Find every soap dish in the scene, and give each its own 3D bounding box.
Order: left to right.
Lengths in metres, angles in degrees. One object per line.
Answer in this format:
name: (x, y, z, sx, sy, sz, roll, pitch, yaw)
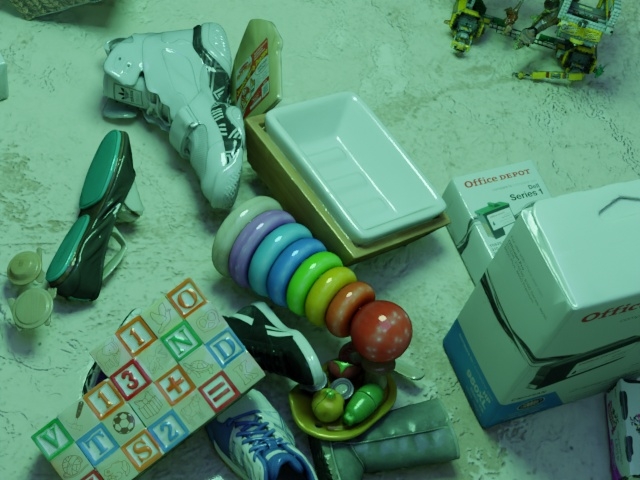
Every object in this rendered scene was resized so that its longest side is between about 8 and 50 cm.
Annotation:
soap dish: (0.037, -0.093, 1.908, 0.229, 0.118, 0.291, -20, 63, -41)

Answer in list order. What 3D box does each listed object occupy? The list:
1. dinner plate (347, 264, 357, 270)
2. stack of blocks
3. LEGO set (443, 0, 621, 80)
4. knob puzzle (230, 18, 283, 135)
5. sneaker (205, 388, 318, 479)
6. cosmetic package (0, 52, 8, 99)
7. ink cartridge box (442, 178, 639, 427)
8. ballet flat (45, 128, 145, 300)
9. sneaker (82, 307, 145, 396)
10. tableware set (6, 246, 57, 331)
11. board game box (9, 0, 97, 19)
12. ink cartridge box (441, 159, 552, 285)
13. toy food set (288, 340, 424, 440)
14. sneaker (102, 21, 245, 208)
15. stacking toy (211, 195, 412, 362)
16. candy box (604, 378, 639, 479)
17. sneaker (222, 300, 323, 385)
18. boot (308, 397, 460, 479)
dinner plate: (0.000, 0.000, 1.931, 0.141, 0.017, 0.141, 5, 60, -8)
stack of blocks: (-0.242, 0.209, 1.638, 0.297, 0.087, 0.171, -38, 84, -8)
LEGO set: (0.376, -0.386, 2.107, 0.331, 0.255, 0.192, 24, 41, -6)
knob puzzle: (-0.100, -0.276, 1.978, 0.030, 0.213, 0.213, 9, 56, -27)
sneaker: (-0.065, 0.298, 1.670, 0.111, 0.131, 0.296, -25, 66, -23)
cosmetic package: (-0.727, -0.305, 1.912, 0.377, 0.097, 0.284, -22, 63, -23)
ink cartridge box: (0.378, 0.091, 1.733, 0.285, 0.395, 0.166, -13, 63, -19)
ballet flat: (-0.331, -0.031, 1.836, 0.096, 0.095, 0.280, 34, 63, -32)
sneaker: (-0.283, 0.174, 1.738, 0.071, 0.068, 0.170, 35, 61, -5)
tableware set: (-0.461, 0.082, 1.748, 0.168, 0.020, 0.141, -18, 61, 6)
board game box: (-0.409, -0.545, 2.034, 0.232, 0.141, 0.291, -8, 53, 26)
ink cartridge box: (0.309, -0.009, 1.958, 0.160, 0.093, 0.219, -14, 64, -20)
toy food set: (0.048, 0.198, 1.752, 0.128, 0.071, 0.218, 31, 44, 26)
sneaker: (-0.240, -0.200, 1.934, 0.210, 0.137, 0.366, -3, 56, -12)
stacking toy: (-0.004, 0.072, 1.770, 0.330, 0.141, 0.141, 36, 58, 27)
candy box: (0.559, 0.306, 1.834, 0.233, 0.071, 0.159, 8, 58, -8)
sneaker: (-0.091, 0.171, 1.736, 0.121, 0.079, 0.217, -25, 30, -19)
boot: (0.099, 0.321, 1.732, 0.208, 0.076, 0.190, 0, 58, -19)
